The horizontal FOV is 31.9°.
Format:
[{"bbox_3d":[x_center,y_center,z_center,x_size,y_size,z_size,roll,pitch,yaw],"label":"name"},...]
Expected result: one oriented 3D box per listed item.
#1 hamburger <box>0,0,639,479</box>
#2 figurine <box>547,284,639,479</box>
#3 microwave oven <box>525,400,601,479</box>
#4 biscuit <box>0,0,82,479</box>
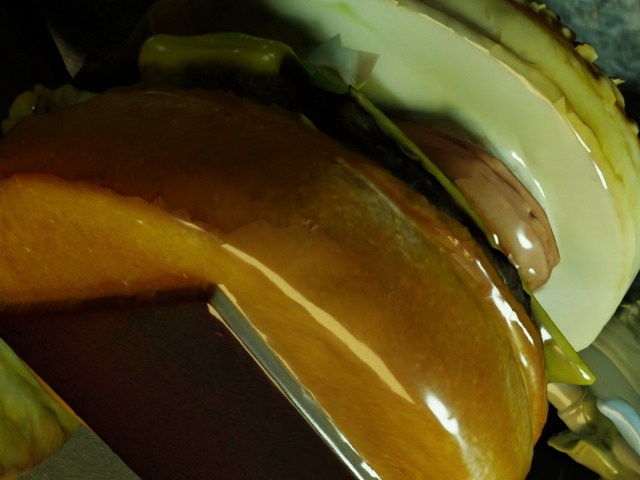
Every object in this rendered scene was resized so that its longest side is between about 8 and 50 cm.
[{"bbox_3d":[0.000,0.000,0.508,0.291,0.225,0.291,22,147,15],"label":"hamburger"},{"bbox_3d":[0.179,0.110,0.607,0.208,0.128,0.184,-139,43,-59],"label":"figurine"},{"bbox_3d":[0.123,0.325,0.849,0.218,0.355,0.286,31,153,-9],"label":"microwave oven"},{"bbox_3d":[-0.186,-0.039,0.532,0.040,0.318,0.318,-16,139,15],"label":"biscuit"}]
